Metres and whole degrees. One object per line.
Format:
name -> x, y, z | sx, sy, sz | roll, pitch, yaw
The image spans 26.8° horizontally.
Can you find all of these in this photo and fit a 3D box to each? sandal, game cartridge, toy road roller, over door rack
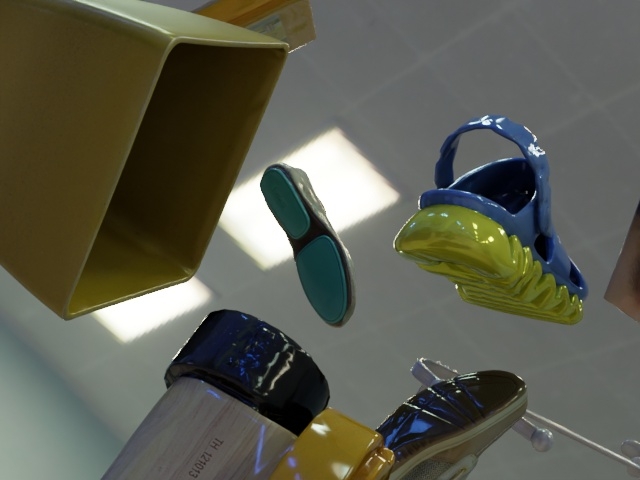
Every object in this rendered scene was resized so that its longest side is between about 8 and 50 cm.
sandal -> 0.169, -0.010, 1.169 | 0.126, 0.138, 0.317 | 10, -11, 22
game cartridge -> -0.160, -0.232, 1.723 | 0.053, 0.323, 0.285 | 61, 1, 4
toy road roller -> -0.028, 0.227, 0.832 | 0.240, 0.202, 0.330 | 28, -33, 13
over door rack -> 0.173, 0.273, 1.314 | 0.324, 0.240, 0.108 | 24, 16, -28

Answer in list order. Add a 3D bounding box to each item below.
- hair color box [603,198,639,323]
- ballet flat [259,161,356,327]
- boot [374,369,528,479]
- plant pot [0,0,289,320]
hair color box -> 0.405, 0.049, 1.071 | 0.339, 0.110, 0.185 | 40, -54, 42
ballet flat -> 0.000, 0.000, 1.219 | 0.057, 0.052, 0.168 | -35, -110, 32
boot -> 0.100, 0.219, 1.111 | 0.165, 0.213, 0.077 | 63, -14, -26
plant pot -> -0.178, -0.090, 1.005 | 0.187, 0.212, 0.212 | 28, -75, 15
